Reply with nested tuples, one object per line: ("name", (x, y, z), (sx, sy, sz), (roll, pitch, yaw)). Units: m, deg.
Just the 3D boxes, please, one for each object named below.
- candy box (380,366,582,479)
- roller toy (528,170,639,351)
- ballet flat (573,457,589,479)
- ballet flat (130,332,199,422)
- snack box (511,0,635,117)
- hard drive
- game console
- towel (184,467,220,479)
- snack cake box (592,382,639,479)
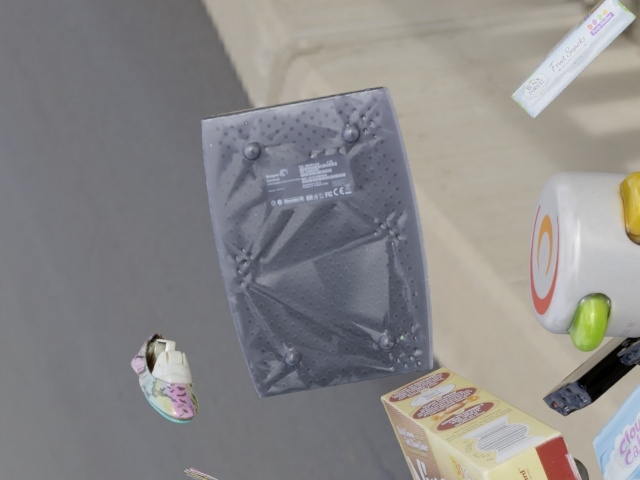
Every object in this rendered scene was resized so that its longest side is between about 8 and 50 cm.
("candy box", (0.169, 0.247, 1.346), (0.316, 0.087, 0.183), (-156, 44, -75))
("roller toy", (0.332, 0.014, 1.608), (0.191, 0.146, 0.209), (-108, 22, -79))
("ballet flat", (0.361, 0.397, 2.074), (0.250, 0.084, 0.058), (76, 170, -46))
("ballet flat", (-0.222, 0.186, 1.974), (0.221, 0.077, 0.079), (-141, 65, -66))
("snack box", (0.259, -0.191, 1.414), (0.037, 0.100, 0.141), (44, 105, 1))
("hard drive", (0.000, 0.000, 1.166), (0.054, 0.172, 0.254), (-95, -6, -70))
("game console", (0.436, 0.124, 1.788), (0.044, 0.213, 0.361), (52, 156, 5))
("towel", (-0.088, 0.245, 1.343), (0.083, 0.009, 0.060), (20, 165, 24))
("snack cake box", (0.426, 0.184, 1.472), (0.089, 0.152, 0.264), (-96, 24, -44))
